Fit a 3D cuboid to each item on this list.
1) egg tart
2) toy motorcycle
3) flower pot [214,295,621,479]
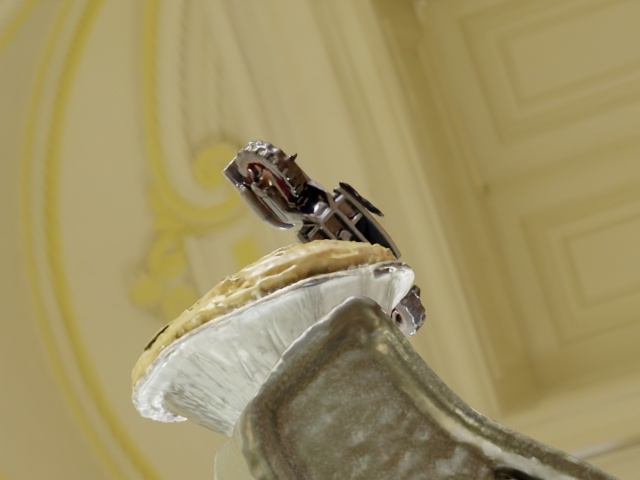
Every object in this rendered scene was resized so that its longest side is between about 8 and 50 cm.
[{"bbox_3d":[-0.028,0.086,1.409,0.094,0.234,0.234,63,-168,17],"label":"egg tart"},{"bbox_3d":[0.000,0.000,1.594,0.215,0.122,0.080,47,-117,-13],"label":"toy motorcycle"},{"bbox_3d":[0.062,0.132,0.793,0.229,0.103,0.108,36,158,6],"label":"flower pot"}]
